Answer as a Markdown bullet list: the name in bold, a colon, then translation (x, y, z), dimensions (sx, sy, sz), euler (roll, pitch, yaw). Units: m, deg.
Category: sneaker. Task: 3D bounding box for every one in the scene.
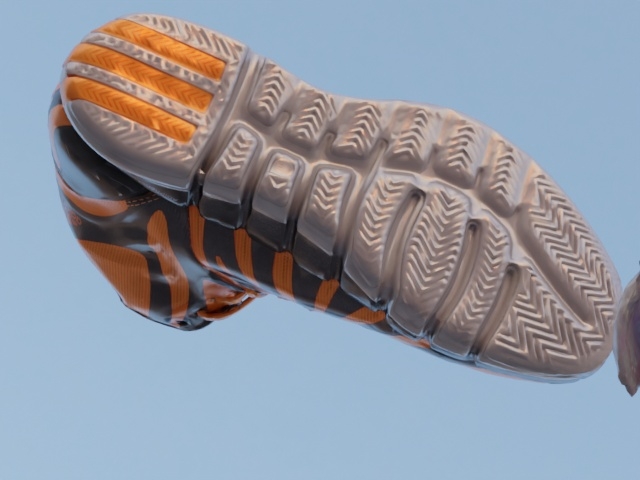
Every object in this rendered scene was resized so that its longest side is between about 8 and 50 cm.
- **sneaker**: translation (0.000, 0.000, 0.828), dimensions (0.321, 0.125, 0.180), euler (29, -29, 0)

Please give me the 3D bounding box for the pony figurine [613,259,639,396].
- **pony figurine**: translation (0.200, -0.075, 0.195), dimensions (0.351, 0.363, 0.303), euler (-10, -65, 10)
